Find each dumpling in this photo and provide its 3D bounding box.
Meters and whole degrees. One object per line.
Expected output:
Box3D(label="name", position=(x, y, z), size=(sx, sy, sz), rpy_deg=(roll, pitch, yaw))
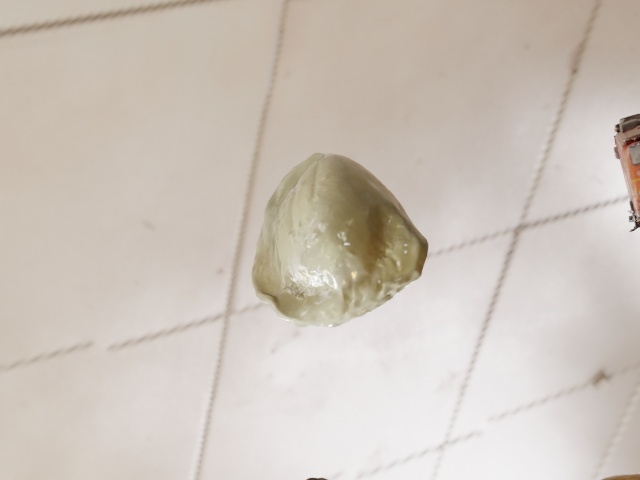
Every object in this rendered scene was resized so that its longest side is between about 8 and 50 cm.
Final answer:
Box3D(label="dumpling", position=(0.000, 0.000, 1.577), size=(0.179, 0.252, 0.131), rpy_deg=(-45, 136, 3))

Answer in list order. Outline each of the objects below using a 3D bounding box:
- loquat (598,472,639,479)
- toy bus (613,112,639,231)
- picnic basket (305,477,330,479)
Box3D(label="loquat", position=(0.476, 0.487, 2.216), size=(0.276, 0.276, 0.284), rpy_deg=(-23, 161, -20))
Box3D(label="toy bus", position=(0.313, -0.067, 1.391), size=(0.073, 0.096, 0.235), rpy_deg=(-13, -173, 11))
Box3D(label="picnic basket", position=(-0.030, 0.324, 1.494), size=(0.178, 0.138, 0.128), rpy_deg=(-26, 146, 36))
